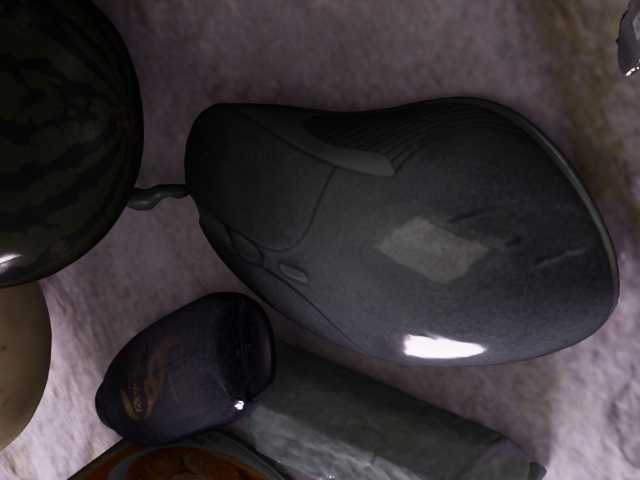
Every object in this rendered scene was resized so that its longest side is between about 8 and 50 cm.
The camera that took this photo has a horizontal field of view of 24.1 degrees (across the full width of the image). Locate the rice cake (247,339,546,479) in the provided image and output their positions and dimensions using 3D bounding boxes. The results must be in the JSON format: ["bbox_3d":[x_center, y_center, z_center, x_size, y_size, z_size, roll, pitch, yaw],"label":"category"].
[{"bbox_3d":[0.041,0.136,0.981,0.206,0.069,0.063,19,132,26],"label":"rice cake"}]

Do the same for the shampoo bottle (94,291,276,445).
[{"bbox_3d":[-0.101,0.096,1.053,0.233,0.049,0.087,-27,66,59],"label":"shampoo bottle"}]

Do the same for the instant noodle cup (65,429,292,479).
[{"bbox_3d":[-0.129,0.287,1.131,0.296,0.214,0.296,22,133,26],"label":"instant noodle cup"}]

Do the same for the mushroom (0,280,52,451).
[{"bbox_3d":[-0.324,0.067,1.136,0.246,0.202,0.246,15,119,28],"label":"mushroom"}]

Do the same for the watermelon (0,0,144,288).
[{"bbox_3d":[-0.216,-0.072,0.926,0.212,0.212,0.212,22,133,26],"label":"watermelon"}]

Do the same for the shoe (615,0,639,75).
[{"bbox_3d":[0.165,-0.111,0.643,0.099,0.125,0.227,-19,109,49],"label":"shoe"}]

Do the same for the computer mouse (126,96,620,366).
[{"bbox_3d":[0.000,0.000,0.898,0.379,0.090,0.167,6,124,39],"label":"computer mouse"}]
